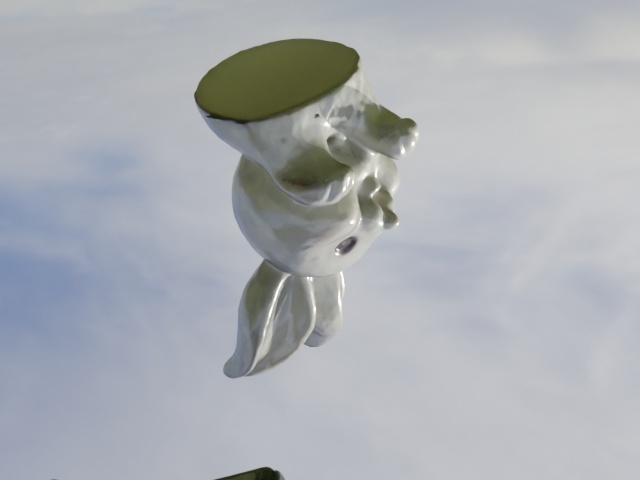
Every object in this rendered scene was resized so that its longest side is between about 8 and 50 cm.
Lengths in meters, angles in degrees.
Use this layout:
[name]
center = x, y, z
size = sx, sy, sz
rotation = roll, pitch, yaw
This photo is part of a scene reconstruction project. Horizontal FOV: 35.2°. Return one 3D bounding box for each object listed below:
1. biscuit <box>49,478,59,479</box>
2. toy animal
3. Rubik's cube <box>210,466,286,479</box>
[biscuit]
center = -0.251, 0.320, 0.986
size = 0.063, 0.235, 0.151
rotation = 32, -102, 33
[toy animal]
center = -0.001, -0.001, 0.624
size = 0.130, 0.221, 0.104
rotation = 10, -144, 28
[Rubik's cube]
center = -0.154, 0.564, 1.453
size = 0.313, 0.318, 0.316
rotation = -18, -150, 22
